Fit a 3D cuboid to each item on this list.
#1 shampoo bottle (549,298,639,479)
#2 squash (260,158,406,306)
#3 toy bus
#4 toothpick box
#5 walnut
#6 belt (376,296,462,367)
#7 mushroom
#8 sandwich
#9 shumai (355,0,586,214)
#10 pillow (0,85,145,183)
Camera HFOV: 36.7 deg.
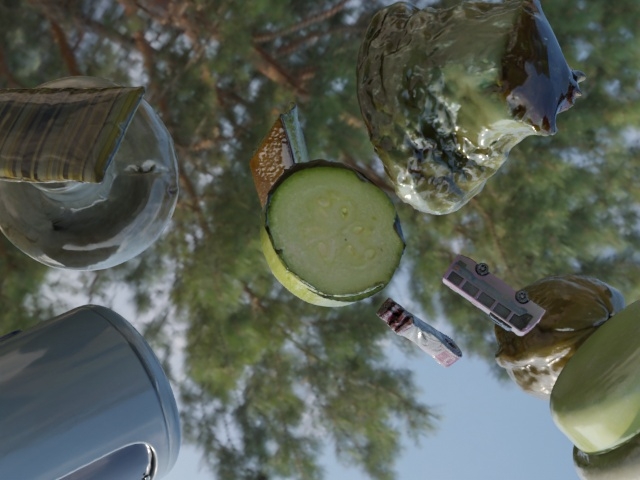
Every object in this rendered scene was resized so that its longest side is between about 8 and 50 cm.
[{"bbox_3d":[0.514,0.258,1.374,0.322,0.317,0.322,-44,-178,2],"label":"shampoo bottle"},{"bbox_3d":[0.000,0.003,1.385,0.133,0.220,0.220,-45,-158,50],"label":"squash"},{"bbox_3d":[0.217,0.069,1.215,0.052,0.131,0.037,-53,167,-8],"label":"toy bus"},{"bbox_3d":[-0.369,0.228,1.091,0.355,0.263,0.263,-25,174,-39],"label":"toothpick box"},{"bbox_3d":[0.447,0.173,1.751,0.283,0.283,0.227,-31,-110,53],"label":"walnut"},{"bbox_3d":[0.212,0.197,2.010,0.053,0.232,0.071,-44,-147,16],"label":"belt"},{"bbox_3d":[-0.288,-0.085,1.163,0.243,0.243,0.243,-49,-160,25],"label":"mushroom"},{"bbox_3d":[-0.067,-0.115,1.702,0.096,0.258,0.094,-6,-150,12],"label":"sandwich"},{"bbox_3d":[0.262,-0.258,1.622,0.323,0.324,0.397,-19,-130,39],"label":"shumai"},{"bbox_3d":[-0.264,-0.099,0.902,0.203,0.038,0.113,4,-120,25],"label":"pillow"}]
